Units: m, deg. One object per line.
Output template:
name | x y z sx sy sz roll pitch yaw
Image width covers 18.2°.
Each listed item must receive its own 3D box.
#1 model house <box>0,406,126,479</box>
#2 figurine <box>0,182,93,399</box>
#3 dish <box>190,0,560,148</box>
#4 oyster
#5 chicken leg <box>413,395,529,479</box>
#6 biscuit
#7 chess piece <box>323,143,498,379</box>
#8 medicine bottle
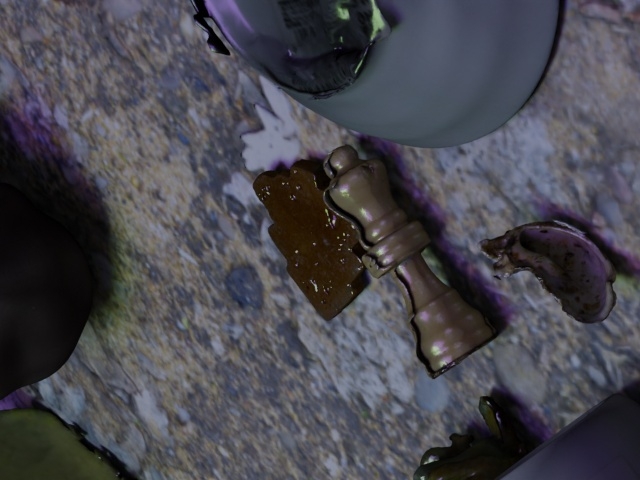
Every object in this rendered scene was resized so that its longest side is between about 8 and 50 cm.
model house | -0.318 0.353 1.878 0.261 0.321 0.266 38 141 37
figurine | -0.343 -0.024 1.712 0.218 0.206 0.365 -36 84 40
dish | 0.001 -0.186 1.262 0.316 0.106 0.316 29 135 34
oyster | 0.148 0.027 1.277 0.038 0.080 0.083 75 -178 -58
chicken leg | 0.164 0.321 1.412 0.201 0.152 0.429 -21 91 62
biscuit | 0.000 0.000 1.473 0.119 0.019 0.130 21 130 40
chess piece | 0.055 0.010 1.384 0.172 0.060 0.060 57 145 5
medicine bottle | 0.207 0.219 1.282 0.215 0.135 0.135 54 144 7
